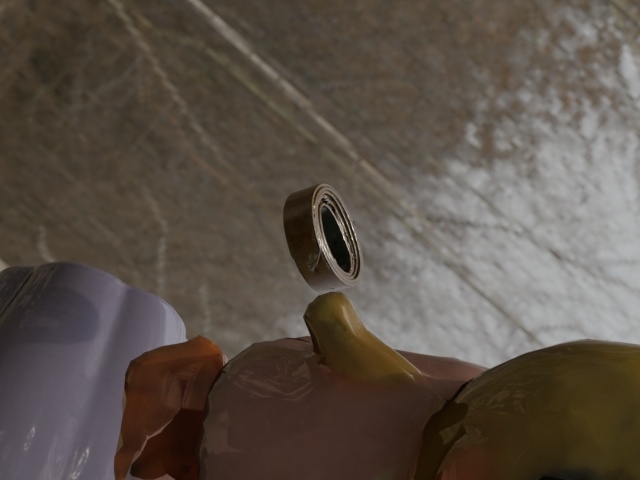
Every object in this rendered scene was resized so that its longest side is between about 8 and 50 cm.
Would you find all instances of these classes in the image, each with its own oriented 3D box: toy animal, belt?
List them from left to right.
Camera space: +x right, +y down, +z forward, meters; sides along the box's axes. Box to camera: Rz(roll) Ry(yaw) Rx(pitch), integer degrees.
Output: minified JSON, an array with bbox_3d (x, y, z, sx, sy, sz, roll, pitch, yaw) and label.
[{"bbox_3d":[0.000,0.000,1.183,0.036,0.083,0.059,-16,-172,35],"label":"belt"},{"bbox_3d":[0.060,0.111,0.600,0.169,0.195,0.281,-20,-167,-40],"label":"toy animal"}]

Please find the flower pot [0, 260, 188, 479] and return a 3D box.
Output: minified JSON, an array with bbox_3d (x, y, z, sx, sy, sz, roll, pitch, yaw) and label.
[{"bbox_3d":[-0.223,0.163,1.301,0.265,0.265,0.243,-36,-151,54],"label":"flower pot"}]
